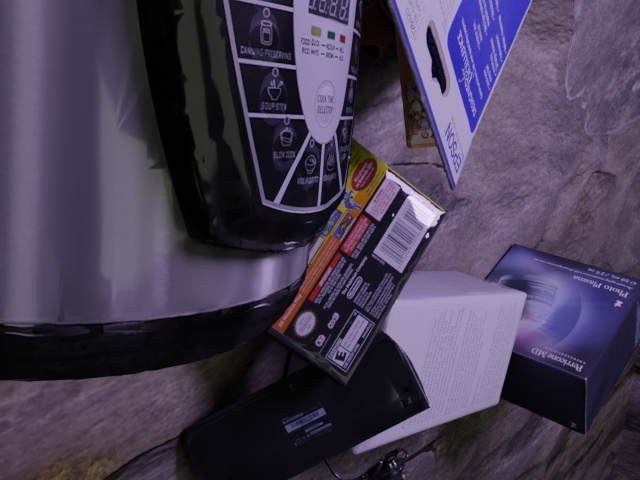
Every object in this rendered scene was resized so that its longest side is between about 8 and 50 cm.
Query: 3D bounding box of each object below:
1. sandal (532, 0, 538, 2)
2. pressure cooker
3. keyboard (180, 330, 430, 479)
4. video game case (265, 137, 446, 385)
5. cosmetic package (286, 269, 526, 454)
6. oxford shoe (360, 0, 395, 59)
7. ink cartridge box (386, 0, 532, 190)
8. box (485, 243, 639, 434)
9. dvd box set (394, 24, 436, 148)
[{"bbox_3d":[0.372,-0.552,1.132,0.120,0.086,0.303,-57,139,-18],"label":"sandal"},{"bbox_3d":[-0.167,-0.163,0.429,0.375,0.370,0.421,2,103,-23],"label":"pressure cooker"},{"bbox_3d":[-0.003,0.268,0.874,0.317,0.033,0.202,-26,95,0],"label":"keyboard"},{"bbox_3d":[0.000,0.000,0.839,0.248,0.035,0.275,37,72,-11],"label":"video game case"},{"bbox_3d":[0.159,0.177,1.103,0.453,0.161,0.230,4,101,-50],"label":"cosmetic package"},{"bbox_3d":[0.038,-0.295,0.850,0.212,0.076,0.076,17,96,-53],"label":"oxford shoe"},{"bbox_3d":[0.122,-0.256,0.613,0.307,0.072,0.303,-63,149,-18],"label":"ink cartridge box"},{"bbox_3d":[0.473,0.190,1.373,0.294,0.296,0.183,-44,134,-30],"label":"box"},{"bbox_3d":[0.119,-0.368,0.790,0.308,0.062,0.420,-76,160,-51],"label":"dvd box set"}]
